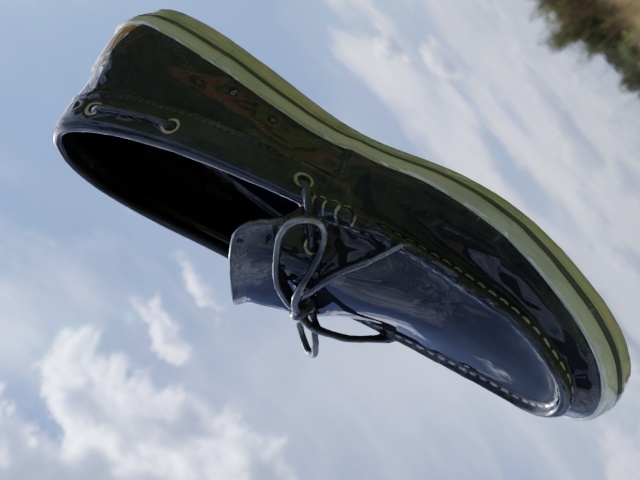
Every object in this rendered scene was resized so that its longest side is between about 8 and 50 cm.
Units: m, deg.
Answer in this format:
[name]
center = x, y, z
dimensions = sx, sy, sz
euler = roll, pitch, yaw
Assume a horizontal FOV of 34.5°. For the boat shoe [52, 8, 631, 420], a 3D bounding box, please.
[boat shoe]
center = 0.000, 0.000, 0.801
dimensions = 0.500, 0.187, 0.156
euler = 34, -119, 14
